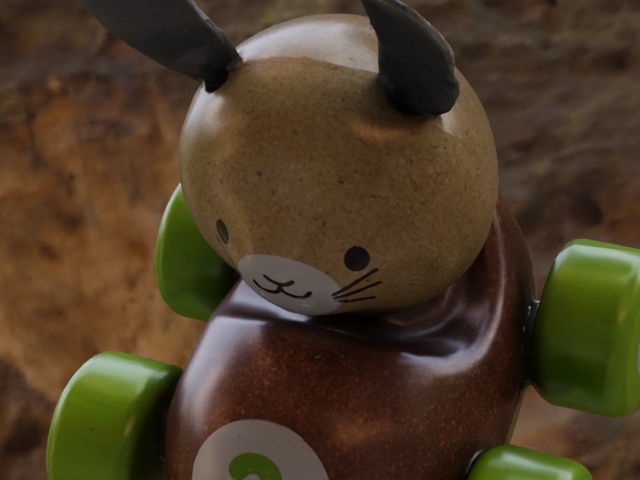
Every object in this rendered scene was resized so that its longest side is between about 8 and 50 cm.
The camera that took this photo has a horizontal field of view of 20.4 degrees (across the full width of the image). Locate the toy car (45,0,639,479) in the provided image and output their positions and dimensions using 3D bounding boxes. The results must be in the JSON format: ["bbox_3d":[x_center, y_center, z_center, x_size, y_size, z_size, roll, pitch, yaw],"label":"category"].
[{"bbox_3d":[0.000,0.000,0.481,0.155,0.149,0.188,12,-35,22],"label":"toy car"}]
